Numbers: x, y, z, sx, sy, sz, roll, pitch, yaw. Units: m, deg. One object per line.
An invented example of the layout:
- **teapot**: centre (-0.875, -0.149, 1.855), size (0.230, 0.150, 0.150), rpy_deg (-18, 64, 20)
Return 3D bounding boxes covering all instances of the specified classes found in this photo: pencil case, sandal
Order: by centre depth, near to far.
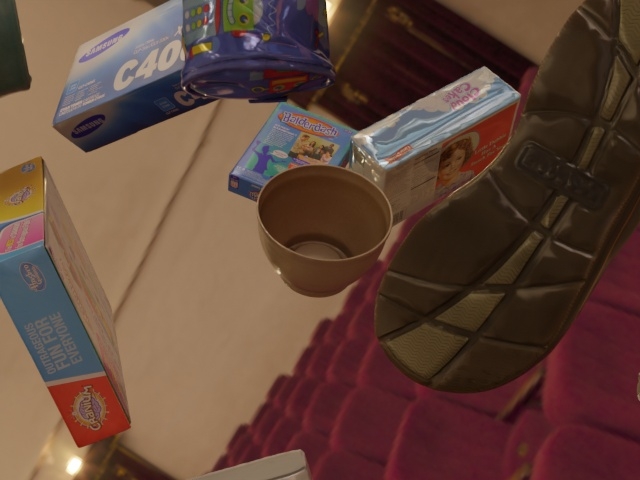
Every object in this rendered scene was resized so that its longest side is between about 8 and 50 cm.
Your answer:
- **sandal**: centre (0.107, -0.018, 0.455), size (0.060, 0.090, 0.219), rpy_deg (2, -59, -58)
- **pencil case**: centre (-0.046, -0.255, 0.743), size (0.133, 0.119, 0.306), rpy_deg (31, -122, -76)

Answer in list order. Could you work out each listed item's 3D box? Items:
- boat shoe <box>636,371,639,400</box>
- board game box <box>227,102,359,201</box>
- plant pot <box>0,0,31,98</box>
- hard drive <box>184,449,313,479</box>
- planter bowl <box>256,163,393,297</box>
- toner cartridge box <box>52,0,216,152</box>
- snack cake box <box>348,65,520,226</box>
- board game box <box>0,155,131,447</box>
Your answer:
- **boat shoe**: centre (0.596, 0.265, 1.686), size (0.079, 0.084, 0.233), rpy_deg (-52, -3, 24)
- **board game box**: centre (-0.043, -0.139, 1.676), size (0.047, 0.160, 0.210), rpy_deg (101, -165, -51)
- **plant pot**: centre (-0.480, -0.245, 1.123), size (0.271, 0.255, 0.271), rpy_deg (170, 90, -75)
- **hard drive**: centre (-0.070, 0.347, 0.853), size (0.203, 0.307, 0.040), rpy_deg (-16, 20, 0)
- **planter bowl**: centre (0.000, 0.000, 1.174), size (0.109, 0.162, 0.162), rpy_deg (99, -162, -47)
- **toner cartridge box**: centre (-0.222, -0.253, 1.366), size (0.348, 0.075, 0.165), rpy_deg (-16, 50, 33)
- **snack cake box**: centre (0.171, -0.140, 1.481), size (0.264, 0.089, 0.152), rpy_deg (-29, -32, -22)
- **board game box**: centre (-0.311, 0.060, 1.148), size (0.064, 0.242, 0.316), rpy_deg (-22, 25, -7)
